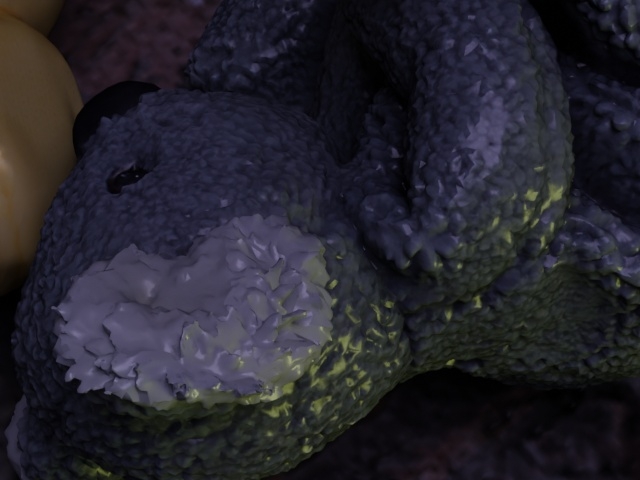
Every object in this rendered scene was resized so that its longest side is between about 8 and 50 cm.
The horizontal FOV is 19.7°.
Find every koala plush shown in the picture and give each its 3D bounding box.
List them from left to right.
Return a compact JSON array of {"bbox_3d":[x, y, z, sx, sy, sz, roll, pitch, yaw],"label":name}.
[{"bbox_3d":[0.000,0.000,0.570,0.221,0.196,0.203,-35,88,-26],"label":"koala plush"}]

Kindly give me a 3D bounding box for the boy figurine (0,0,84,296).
[{"bbox_3d":[-0.149,-0.112,0.637,0.177,0.092,0.285,-25,75,-20],"label":"boy figurine"}]
